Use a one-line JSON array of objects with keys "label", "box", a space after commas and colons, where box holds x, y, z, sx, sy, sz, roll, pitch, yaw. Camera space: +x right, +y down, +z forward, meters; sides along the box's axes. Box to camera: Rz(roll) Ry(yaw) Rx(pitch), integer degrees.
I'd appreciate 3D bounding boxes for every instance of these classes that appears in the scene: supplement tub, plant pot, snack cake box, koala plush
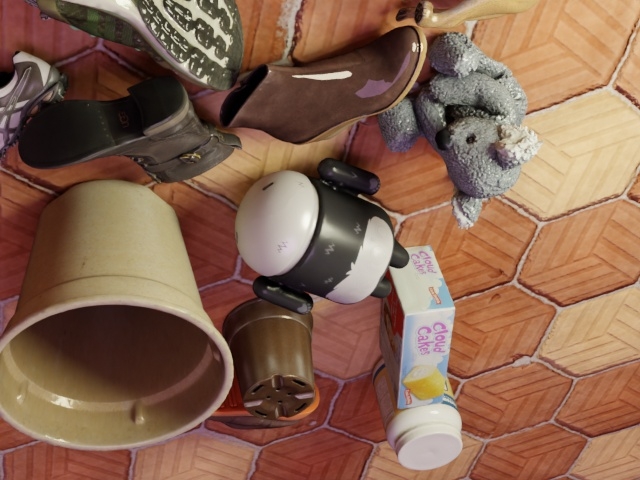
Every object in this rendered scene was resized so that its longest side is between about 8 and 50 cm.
[{"label": "supplement tub", "box": [0.184, 0.316, 1.863, 0.144, 0.199, 0.144, -7, 135, -7]}, {"label": "plant pot", "box": [-0.083, 0.212, 1.725, 0.167, 0.165, 0.167, -6, 135, -6]}, {"label": "snack cake box", "box": [0.164, 0.155, 1.733, 0.089, 0.152, 0.264, -7, 136, -6]}, {"label": "koala plush", "box": [0.222, -0.143, 1.401, 0.203, 0.221, 0.196, 20, 127, -29]}, {"label": "plant pot", "box": [-0.307, 0.087, 1.449, 0.334, 0.305, 0.333, -6, 136, -6]}]

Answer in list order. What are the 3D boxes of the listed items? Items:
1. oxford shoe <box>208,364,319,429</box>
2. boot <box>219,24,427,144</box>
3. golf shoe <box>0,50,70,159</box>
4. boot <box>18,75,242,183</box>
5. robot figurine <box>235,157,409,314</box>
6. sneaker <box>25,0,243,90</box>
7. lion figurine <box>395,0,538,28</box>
[{"label": "oxford shoe", "box": [-0.188, 0.295, 1.815, 0.364, 0.130, 0.132, 15, 137, -24]}, {"label": "boot", "box": [0.006, -0.213, 1.336, 0.207, 0.090, 0.248, 2, 147, -48]}, {"label": "golf shoe", "box": [-0.432, -0.178, 1.333, 0.198, 0.077, 0.094, -40, 119, 16]}, {"label": "boot", "box": [-0.255, -0.124, 1.368, 0.263, 0.091, 0.229, -15, 162, 6]}, {"label": "robot figurine", "box": [0.000, -0.003, 1.531, 0.278, 0.209, 0.173, 21, 157, -31]}, {"label": "sneaker", "box": [-0.265, -0.307, 1.223, 0.182, 0.158, 0.410, -1, 159, 43]}, {"label": "lion figurine", "box": [0.272, -0.398, 1.241, 0.240, 0.142, 0.392, 2, 150, -25]}]
